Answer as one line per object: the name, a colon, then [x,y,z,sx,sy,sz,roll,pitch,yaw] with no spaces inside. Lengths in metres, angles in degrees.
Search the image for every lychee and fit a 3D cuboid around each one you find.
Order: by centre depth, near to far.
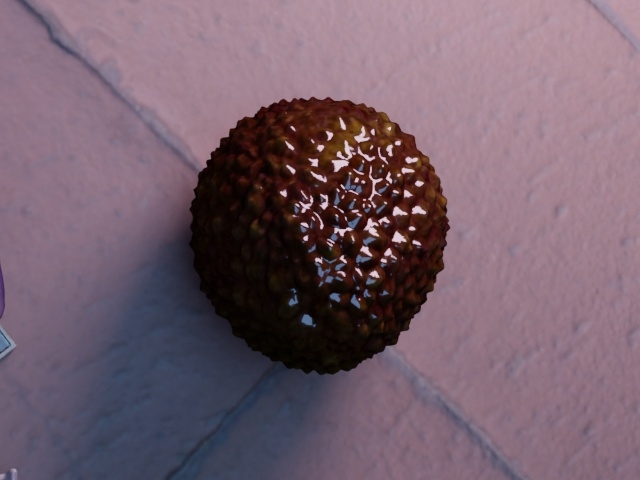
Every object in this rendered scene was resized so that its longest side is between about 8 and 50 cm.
lychee: [0.000,0.000,1.697,0.235,0.271,0.236,0,123,0]

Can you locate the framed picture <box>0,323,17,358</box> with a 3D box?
framed picture: [-0.313,0.076,1.700,0.066,0.006,0.089,-38,98,-18]

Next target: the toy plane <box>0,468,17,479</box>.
toy plane: [-0.376,0.202,1.612,0.252,0.118,0.252,1,88,-18]

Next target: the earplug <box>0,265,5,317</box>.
earplug: [-0.358,-0.129,1.476,0.215,0.215,0.456,-12,126,-20]
